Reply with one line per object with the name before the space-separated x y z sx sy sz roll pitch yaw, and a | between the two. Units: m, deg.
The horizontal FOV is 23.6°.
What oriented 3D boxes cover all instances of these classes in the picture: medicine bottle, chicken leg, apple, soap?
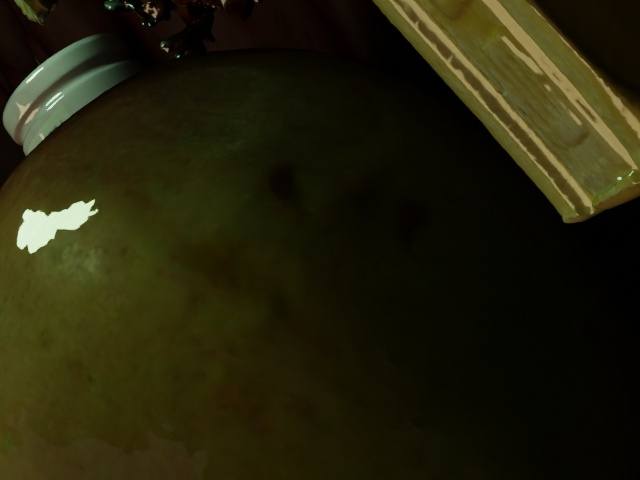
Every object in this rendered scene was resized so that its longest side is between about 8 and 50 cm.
medicine bottle | -0.146 -0.043 1.294 0.249 0.133 0.133 51 167 10
chicken leg | -0.083 -0.163 0.900 0.105 0.063 0.234 51 167 -9
apple | -0.002 0.083 0.708 0.305 0.338 0.338 24 153 28
soap | 0.021 -0.112 0.456 0.252 0.037 0.092 50 169 3

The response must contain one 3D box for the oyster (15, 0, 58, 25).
oyster | -0.290 -0.282 1.312 0.396 0.111 0.204 44 -179 36
